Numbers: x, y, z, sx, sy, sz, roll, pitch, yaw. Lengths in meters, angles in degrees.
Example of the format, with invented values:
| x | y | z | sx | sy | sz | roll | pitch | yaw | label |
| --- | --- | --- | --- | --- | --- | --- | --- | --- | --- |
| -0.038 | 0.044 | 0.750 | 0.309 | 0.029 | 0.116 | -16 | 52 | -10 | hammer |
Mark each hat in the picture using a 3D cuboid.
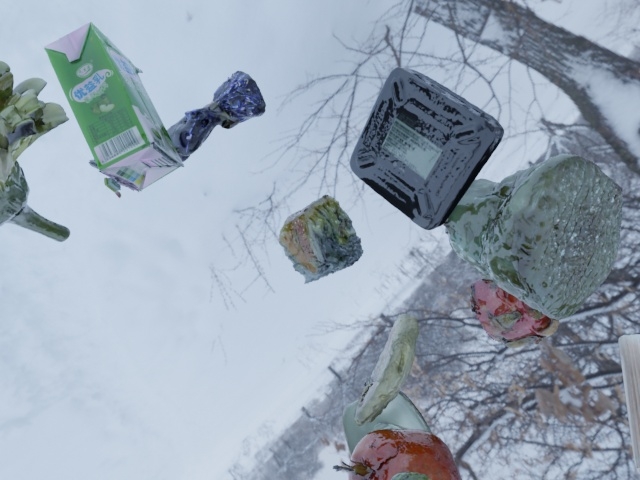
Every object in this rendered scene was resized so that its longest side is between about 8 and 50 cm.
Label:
| x | y | z | sx | sy | sz | roll | pitch | yaw | label |
| --- | --- | --- | --- | --- | --- | --- | --- | --- | --- |
| 0.176 | 0.565 | 1.196 | 0.258 | 0.301 | 0.168 | -17 | 137 | -15 | hat |

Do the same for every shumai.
| x | y | z | sx | sy | sz | roll | pitch | yaw | label |
| --- | --- | --- | --- | --- | --- | --- | --- | --- | --- |
| 0.463 | -0.025 | 1.035 | 0.398 | 0.323 | 0.324 | 34 | 83 | -34 | shumai |

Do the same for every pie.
| x | y | z | sx | sy | sz | roll | pitch | yaw | label |
| --- | --- | --- | --- | --- | --- | --- | --- | --- | --- |
| 0.170 | 0.321 | 1.103 | 0.337 | 0.075 | 0.337 | -60 | 169 | -20 | pie |

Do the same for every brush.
| x | y | z | sx | sy | sz | roll | pitch | yaw | label |
| --- | --- | --- | --- | --- | --- | --- | --- | --- | --- |
| -0.436 | -0.111 | 0.944 | 0.021 | 0.018 | 0.083 | -11 | 165 | -8 | brush |

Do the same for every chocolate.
| x | y | z | sx | sy | sz | roll | pitch | yaw | label |
| --- | --- | --- | --- | --- | --- | --- | --- | --- | --- |
| -0.266 | -0.292 | 1.063 | 0.343 | 0.149 | 0.126 | -49 | 150 | -40 | chocolate |

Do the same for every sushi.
| x | y | z | sx | sy | sz | roll | pitch | yaw | label |
| --- | --- | --- | --- | --- | --- | --- | --- | --- | --- |
| 0.000 | 0.000 | 1.091 | 0.139 | 0.184 | 0.274 | -29 | -176 | 32 | sushi |

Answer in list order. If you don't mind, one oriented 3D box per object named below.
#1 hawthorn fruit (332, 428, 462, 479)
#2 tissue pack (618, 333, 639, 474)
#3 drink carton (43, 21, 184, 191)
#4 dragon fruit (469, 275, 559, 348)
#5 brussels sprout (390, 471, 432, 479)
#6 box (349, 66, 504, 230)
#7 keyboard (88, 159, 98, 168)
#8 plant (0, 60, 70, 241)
| x | y | z | sx | sy | sz | roll | pitch | yaw | label |
| --- | --- | --- | --- | --- | --- | --- | --- | --- | --- |
| 0.140 | 0.463 | 0.854 | 0.211 | 0.299 | 0.211 | -48 | -152 | 36 | hawthorn fruit |
| 0.803 | 0.412 | 1.087 | 0.071 | 0.170 | 0.325 | -14 | -135 | 38 | tissue pack |
| -0.372 | -0.238 | 0.828 | 0.108 | 0.271 | 0.161 | -27 | 172 | 0 | drink carton |
| 0.693 | 0.207 | 1.467 | 0.314 | 0.296 | 0.263 | -26 | -179 | -38 | dragon fruit |
| 0.122 | 0.296 | 0.505 | 0.051 | 0.083 | 0.046 | -56 | -178 | 20 | brussels sprout |
| 0.217 | -0.206 | 1.000 | 0.073 | 0.290 | 0.288 | -18 | 144 | -47 | box |
| -0.470 | -0.173 | 1.059 | 0.072 | 0.231 | 0.023 | -32 | 132 | -40 | keyboard |
| -0.454 | -0.049 | 0.550 | 0.261 | 0.306 | 0.296 | -90 | 171 | -53 | plant |
